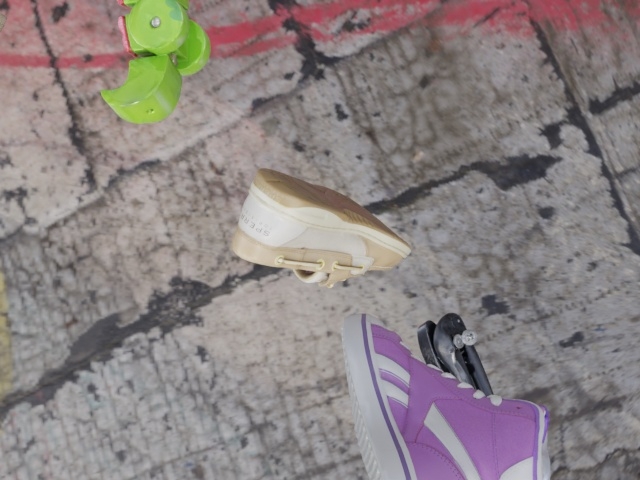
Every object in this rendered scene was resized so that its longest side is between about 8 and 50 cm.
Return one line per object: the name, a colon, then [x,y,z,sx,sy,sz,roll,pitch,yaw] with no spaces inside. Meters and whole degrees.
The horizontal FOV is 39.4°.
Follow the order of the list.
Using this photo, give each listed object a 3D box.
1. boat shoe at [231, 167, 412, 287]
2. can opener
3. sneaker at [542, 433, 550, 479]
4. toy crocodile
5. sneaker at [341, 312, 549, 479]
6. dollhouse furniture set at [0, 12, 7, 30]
boat shoe: [0.000,0.000,0.584,0.063,0.170,0.059,39,102,34]
can opener: [0.191,0.180,1.144,0.186,0.059,0.073,63,151,8]
sneaker: [0.277,0.305,1.299,0.091,0.258,0.094,16,93,8]
toy crocodile: [-0.194,-0.306,1.042,0.105,0.115,0.340,-1,86,9]
sneaker: [0.111,0.155,0.796,0.161,0.282,0.102,-12,124,-5]
dollhouse furniture set: [-0.382,-0.138,0.654,0.262,0.135,0.259,35,96,19]
